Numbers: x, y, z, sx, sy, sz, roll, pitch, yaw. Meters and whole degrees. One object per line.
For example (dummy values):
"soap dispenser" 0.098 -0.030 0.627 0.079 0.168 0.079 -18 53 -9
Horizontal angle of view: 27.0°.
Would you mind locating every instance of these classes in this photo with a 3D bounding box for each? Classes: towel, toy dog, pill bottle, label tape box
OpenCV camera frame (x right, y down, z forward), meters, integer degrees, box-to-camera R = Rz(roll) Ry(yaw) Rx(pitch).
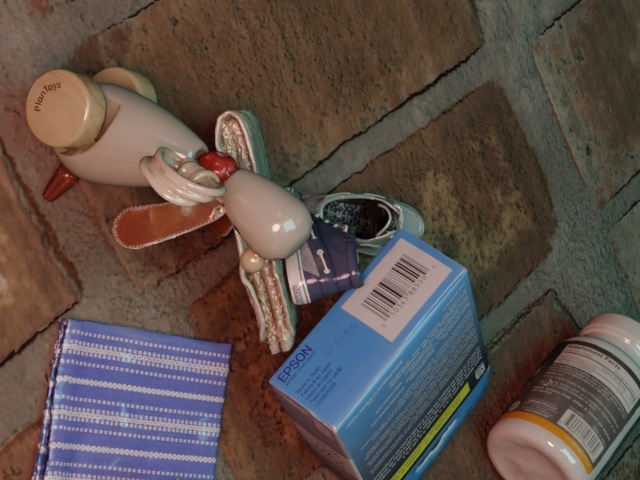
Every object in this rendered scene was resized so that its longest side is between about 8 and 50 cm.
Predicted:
"towel" -0.074 -0.016 1.563 0.049 0.187 0.282 -12 96 2
"toy dog" -0.182 -0.055 1.404 0.220 0.334 0.161 8 117 -47
"pill bottle" 0.377 0.240 1.933 0.278 0.162 0.162 -45 116 -33
"label tape box" 0.089 0.179 1.665 0.249 0.115 0.347 -49 154 -16
"towel" -0.213 0.266 1.507 0.243 0.040 0.335 14 79 -40

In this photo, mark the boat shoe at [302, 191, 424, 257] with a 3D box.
"boat shoe" 0.063 -0.020 1.726 0.228 0.081 0.079 5 85 -40

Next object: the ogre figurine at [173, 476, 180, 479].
"ogre figurine" -0.180 0.340 1.447 0.118 0.097 0.197 -47 127 -47

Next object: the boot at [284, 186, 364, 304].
"boot" 0.000 0.000 1.586 0.190 0.086 0.069 -100 177 -46
